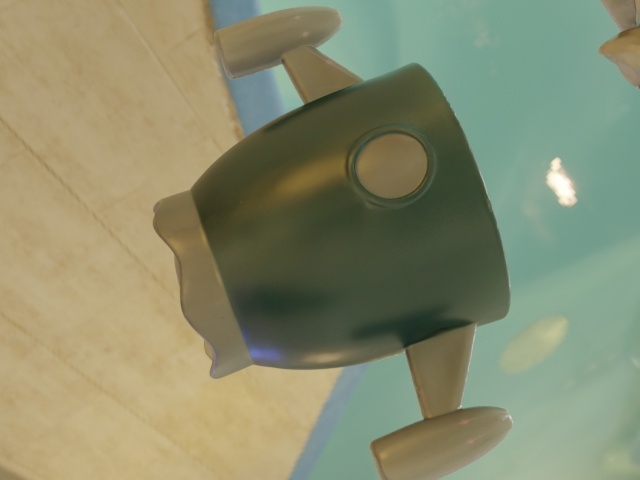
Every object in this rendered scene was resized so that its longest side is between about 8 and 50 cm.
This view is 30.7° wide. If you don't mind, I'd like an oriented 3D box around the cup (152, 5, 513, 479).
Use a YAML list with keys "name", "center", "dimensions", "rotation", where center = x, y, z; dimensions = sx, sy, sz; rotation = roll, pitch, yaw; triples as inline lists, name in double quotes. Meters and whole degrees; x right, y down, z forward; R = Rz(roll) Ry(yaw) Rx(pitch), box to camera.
- name: "cup"
  center: [0.000, 0.000, 0.673]
  dimensions: [0.173, 0.300, 0.167]
  rotation: [-19, 161, -5]

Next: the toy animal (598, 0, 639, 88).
- name: "toy animal"
  center: [0.287, -0.288, 1.029]
  dimensions: [0.206, 0.265, 0.271]
  rotation: [-35, 175, 6]
